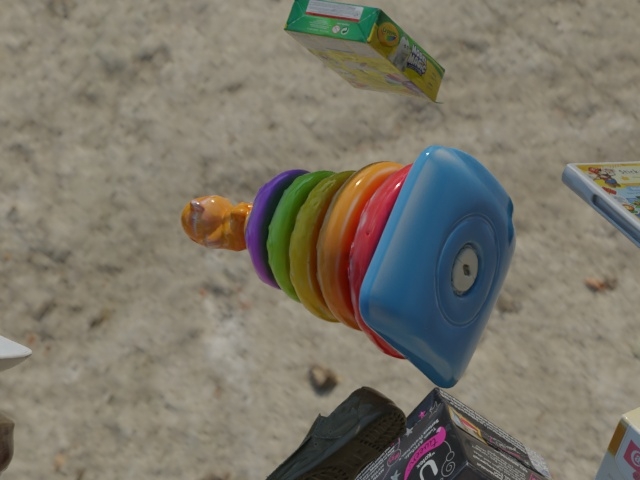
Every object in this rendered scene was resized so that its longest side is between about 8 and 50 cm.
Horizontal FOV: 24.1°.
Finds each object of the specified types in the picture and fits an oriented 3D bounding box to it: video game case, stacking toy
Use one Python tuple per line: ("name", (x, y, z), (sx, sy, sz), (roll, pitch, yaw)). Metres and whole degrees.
("video game case", (0.395, -0.023, 1.548), (0.206, 0.227, 0.026), (49, 133, 45))
("stacking toy", (0.000, 0.000, 1.269), (0.302, 0.175, 0.165), (11, 70, 37))

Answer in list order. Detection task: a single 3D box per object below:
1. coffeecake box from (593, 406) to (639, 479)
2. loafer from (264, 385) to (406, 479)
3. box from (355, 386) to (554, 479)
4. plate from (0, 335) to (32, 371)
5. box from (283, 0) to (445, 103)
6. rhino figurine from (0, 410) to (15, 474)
("coffeecake box", (0.219, 0.204, 0.884), (0.142, 0.068, 0.185), (43, 134, 35))
("loafer", (0.008, 0.178, 1.258), (0.148, 0.056, 0.050), (-38, 41, 10))
("box", (0.104, 0.300, 1.452), (0.247, 0.163, 0.142), (-49, 23, 15))
("plate", (-0.428, 0.072, 1.251), (0.277, 0.278, 0.045), (22, 98, 21))
("box", (0.053, -0.188, 1.520), (0.105, 0.179, 0.043), (14, 79, 32))
("rhino figurine", (-0.310, 0.192, 1.255), (0.106, 0.243, 0.073), (-26, 80, -22))
